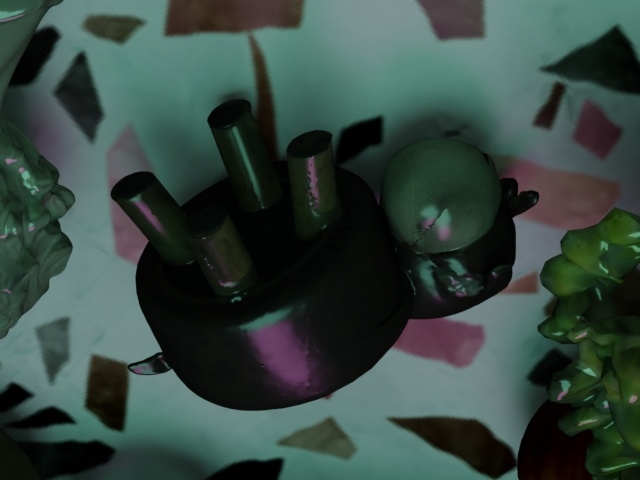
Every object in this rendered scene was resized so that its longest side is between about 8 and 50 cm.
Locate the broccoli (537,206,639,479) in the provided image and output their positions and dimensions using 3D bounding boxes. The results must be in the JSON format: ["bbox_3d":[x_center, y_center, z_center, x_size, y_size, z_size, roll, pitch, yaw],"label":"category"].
[{"bbox_3d":[0.253,0.088,0.827,0.324,0.334,0.272,24,160,14],"label":"broccoli"}]

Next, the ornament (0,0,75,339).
[{"bbox_3d":[-0.169,-0.077,0.802,0.120,0.130,0.285,0,125,-8],"label":"ornament"}]

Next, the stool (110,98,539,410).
[{"bbox_3d":[0.000,0.000,0.868,0.217,0.125,0.121,-19,123,0],"label":"stool"}]

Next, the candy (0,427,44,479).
[{"bbox_3d":[-0.253,0.115,0.946,0.234,0.102,0.104,32,133,-24],"label":"candy"}]

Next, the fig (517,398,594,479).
[{"bbox_3d":[0.170,0.113,0.959,0.128,0.128,0.150,20,94,-15],"label":"fig"}]
